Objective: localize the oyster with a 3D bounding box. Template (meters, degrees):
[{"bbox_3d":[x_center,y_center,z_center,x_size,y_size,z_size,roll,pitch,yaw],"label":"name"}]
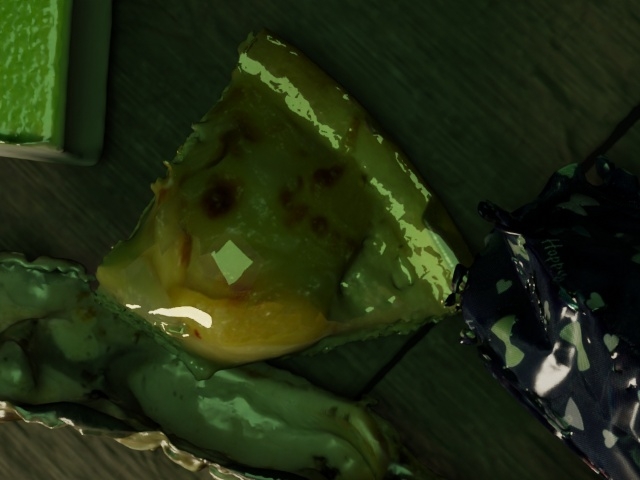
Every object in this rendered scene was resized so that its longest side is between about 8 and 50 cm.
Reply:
[{"bbox_3d":[-0.077,0.104,1.006,0.345,0.128,0.078,22,119,4],"label":"oyster"}]

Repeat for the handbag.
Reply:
[{"bbox_3d":[0.189,0.065,0.900,0.260,0.162,0.113,43,134,32],"label":"handbag"}]

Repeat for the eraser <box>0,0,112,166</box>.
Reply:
[{"bbox_3d":[-0.226,-0.191,1.039,0.210,0.092,0.274,7,94,13],"label":"eraser"}]

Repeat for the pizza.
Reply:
[{"bbox_3d":[-0.009,0.002,0.983,0.204,0.080,0.188,38,75,3],"label":"pizza"}]
